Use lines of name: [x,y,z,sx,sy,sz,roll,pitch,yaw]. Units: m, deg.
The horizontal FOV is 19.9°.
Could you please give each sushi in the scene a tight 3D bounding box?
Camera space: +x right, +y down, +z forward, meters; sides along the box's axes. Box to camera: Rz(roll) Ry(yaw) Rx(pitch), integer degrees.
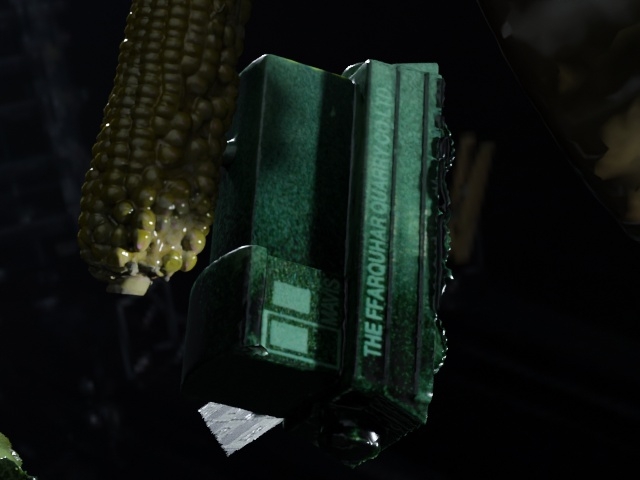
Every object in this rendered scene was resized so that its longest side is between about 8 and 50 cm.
sushi: [-0.024,0.095,1.569,0.192,0.043,0.279,-32,-174,-7]

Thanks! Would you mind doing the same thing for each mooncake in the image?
mooncake: [0.210,-0.169,1.170,0.187,0.324,0.324,-27,-148,15]

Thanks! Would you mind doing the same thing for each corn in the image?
corn: [-0.091,-0.103,1.168,0.086,0.086,0.288,9,-98,23]

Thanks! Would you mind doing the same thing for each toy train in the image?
toy train: [0.000,0.000,1.354,0.178,0.138,0.330,15,-120,-22]

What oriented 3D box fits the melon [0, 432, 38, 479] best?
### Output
melon: [-0.289,0.167,1.464,0.114,0.053,0.262,5,-173,-31]
